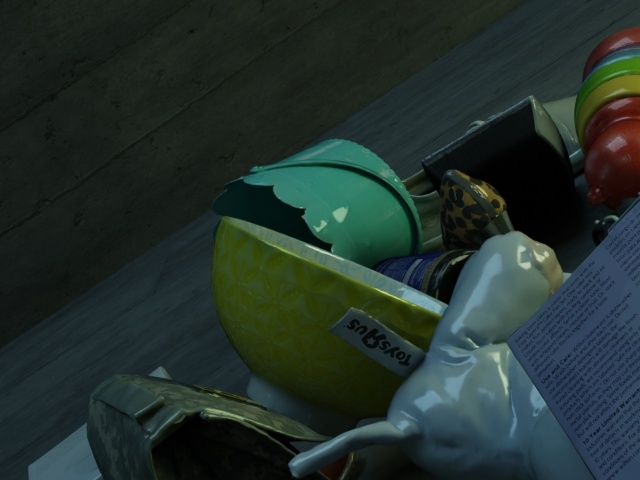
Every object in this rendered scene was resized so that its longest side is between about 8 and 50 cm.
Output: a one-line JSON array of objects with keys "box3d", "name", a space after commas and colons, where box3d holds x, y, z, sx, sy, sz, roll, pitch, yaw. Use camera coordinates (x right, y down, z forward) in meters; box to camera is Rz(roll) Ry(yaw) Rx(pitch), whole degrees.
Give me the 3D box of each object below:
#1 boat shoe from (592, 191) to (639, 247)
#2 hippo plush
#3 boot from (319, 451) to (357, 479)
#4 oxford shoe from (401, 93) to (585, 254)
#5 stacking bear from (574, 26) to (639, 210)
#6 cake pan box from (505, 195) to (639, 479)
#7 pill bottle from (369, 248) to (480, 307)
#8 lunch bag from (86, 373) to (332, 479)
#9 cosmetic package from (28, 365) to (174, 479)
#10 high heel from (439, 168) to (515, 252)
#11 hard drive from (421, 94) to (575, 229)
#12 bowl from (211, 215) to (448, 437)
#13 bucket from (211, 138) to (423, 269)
[{"box3d": [0.325, 0.016, 1.009, 0.091, 0.114, 0.302, -35, -3, 13], "name": "boat shoe"}, {"box3d": [0.186, 0.113, 0.748, 0.236, 0.294, 0.234, 5, 75, 52], "name": "hippo plush"}, {"box3d": [-0.034, 0.257, 1.107, 0.158, 0.084, 0.059, -38, 14, -18], "name": "boot"}, {"box3d": [0.289, -0.136, 1.533, 0.449, 0.130, 0.169, -33, 14, 4], "name": "oxford shoe"}, {"box3d": [0.391, -0.135, 1.276, 0.175, 0.164, 0.289, -25, 22, 32], "name": "stacking bear"}, {"box3d": [0.248, 0.050, 0.527, 0.267, 0.070, 0.245, -51, 40, 18], "name": "cake pan box"}, {"box3d": [0.120, 0.077, 1.248, 0.123, 0.123, 0.219, -43, 18, -27], "name": "pill bottle"}, {"box3d": [-0.074, 0.228, 0.893, 0.169, 0.287, 0.235, -40, 15, -18], "name": "lunch bag"}, {"box3d": [-0.237, 0.300, 1.299, 0.224, 0.138, 0.225, -37, 17, -8], "name": "cosmetic package"}, {"box3d": [0.165, -0.013, 1.301, 0.093, 0.186, 0.261, -42, 16, -18], "name": "high heel"}, {"box3d": [0.242, -0.080, 1.334, 0.172, 0.054, 0.255, -30, -27, 12], "name": "hard drive"}, {"box3d": [0.008, 0.100, 1.022, 0.156, 0.289, 0.289, -67, 16, 3], "name": "bowl"}, {"box3d": [0.000, 0.000, 1.470, 0.183, 0.281, 0.281, -35, 13, -33], "name": "bucket"}]
